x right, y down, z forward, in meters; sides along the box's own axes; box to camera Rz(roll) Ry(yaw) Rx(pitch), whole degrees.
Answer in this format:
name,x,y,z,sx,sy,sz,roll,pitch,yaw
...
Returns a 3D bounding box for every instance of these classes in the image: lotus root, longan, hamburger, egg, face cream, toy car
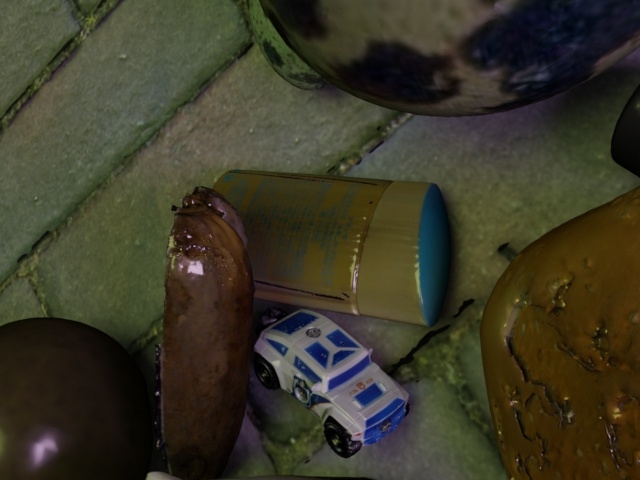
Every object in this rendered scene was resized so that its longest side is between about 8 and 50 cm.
name,x,y,z,sx,sy,sz,roll,pitch,yaw
lotus root,-0.099,0.114,0.808,0.078,0.167,0.329,8,118,8
longan,-0.298,0.206,0.896,0.258,0.258,0.258,-8,75,31
hamburger,0.244,0.105,0.554,0.304,0.174,0.284,139,121,-64
egg,-0.010,-0.241,0.867,0.132,0.132,0.172,2,92,33
egg,0.143,-0.282,0.653,0.428,0.345,0.345,-23,67,10
face cream,0.000,0.000,0.841,0.285,0.067,0.139,7,73,34
toy car,0.003,0.121,0.794,0.171,0.080,0.070,37,138,33

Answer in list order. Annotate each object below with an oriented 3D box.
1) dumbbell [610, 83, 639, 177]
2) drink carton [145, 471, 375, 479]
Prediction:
name,x,y,z,sx,sy,sz,roll,pitch,yaw
dumbbell,0.323,-0.054,0.629,0.191,0.100,0.100,41,102,31
drink carton,0.025,0.258,0.619,0.194,0.324,0.132,11,82,32
